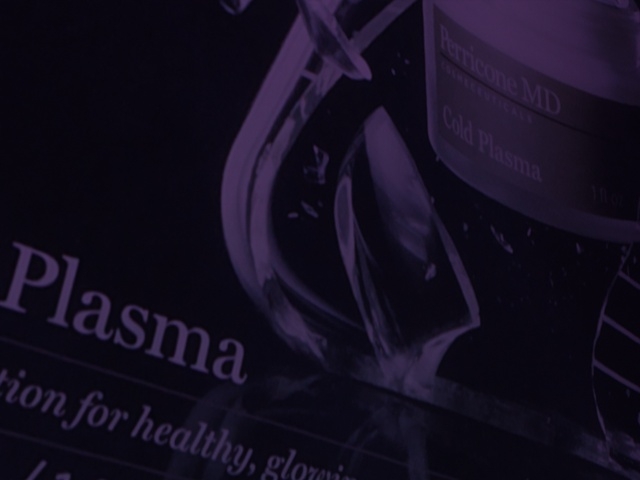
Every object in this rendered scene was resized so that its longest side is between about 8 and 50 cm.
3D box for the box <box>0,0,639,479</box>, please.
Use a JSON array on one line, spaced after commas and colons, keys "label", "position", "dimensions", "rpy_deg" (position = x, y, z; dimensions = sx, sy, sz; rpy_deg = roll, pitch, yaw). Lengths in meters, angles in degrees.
[{"label": "box", "position": [-0.057, -0.032, 0.560], "dimensions": [0.297, 0.480, 0.471], "rpy_deg": [-24, 51, 49]}]
